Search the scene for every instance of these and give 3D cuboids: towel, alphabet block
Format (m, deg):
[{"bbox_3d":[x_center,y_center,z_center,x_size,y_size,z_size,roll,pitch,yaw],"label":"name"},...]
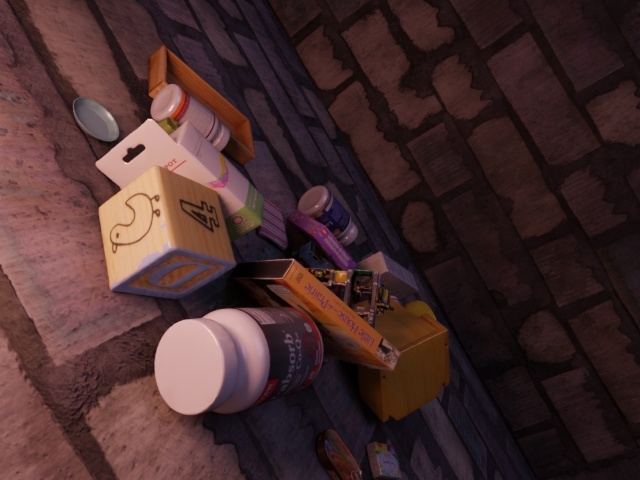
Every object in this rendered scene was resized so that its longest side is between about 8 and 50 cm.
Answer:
[{"bbox_3d":[-0.180,-0.069,1.616,0.144,0.029,0.197,38,28,-45],"label":"towel"},{"bbox_3d":[-0.325,-0.008,0.987,0.193,0.192,0.197,25,39,-59],"label":"alphabet block"}]

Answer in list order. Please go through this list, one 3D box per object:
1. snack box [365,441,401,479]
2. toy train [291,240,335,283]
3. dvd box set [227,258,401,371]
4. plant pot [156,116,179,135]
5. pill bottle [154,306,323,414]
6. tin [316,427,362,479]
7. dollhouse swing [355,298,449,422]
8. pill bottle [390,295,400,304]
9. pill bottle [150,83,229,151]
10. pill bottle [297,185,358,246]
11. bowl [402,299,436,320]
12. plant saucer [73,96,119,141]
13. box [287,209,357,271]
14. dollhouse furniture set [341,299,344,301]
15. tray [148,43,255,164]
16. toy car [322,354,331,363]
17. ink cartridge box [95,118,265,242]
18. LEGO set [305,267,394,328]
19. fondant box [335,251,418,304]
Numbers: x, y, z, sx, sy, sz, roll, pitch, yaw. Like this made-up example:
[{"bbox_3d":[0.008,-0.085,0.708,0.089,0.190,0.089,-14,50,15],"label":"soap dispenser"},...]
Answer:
[{"bbox_3d":[0.202,0.703,1.467,0.141,0.037,0.100,37,33,-46],"label":"snack box"},{"bbox_3d":[-0.022,0.094,1.647,0.184,0.105,0.080,50,24,-25],"label":"toy train"},{"bbox_3d":[-0.021,0.201,1.240,0.420,0.307,0.062,44,64,-26],"label":"dvd box set"},{"bbox_3d":[-0.430,-0.297,1.269,0.083,0.079,0.083,48,24,-30],"label":"plant pot"},{"bbox_3d":[-0.160,0.251,0.997,0.362,0.210,0.210,13,51,-62],"label":"pill bottle"},{"bbox_3d":[0.052,0.605,1.262,0.190,0.040,0.106,57,25,-8],"label":"tin"},{"bbox_3d":[0.241,0.414,1.694,0.346,0.304,0.316,-15,107,-36],"label":"dollhouse swing"},{"bbox_3d":[0.285,0.384,1.890,0.161,0.161,0.284,31,36,-52],"label":"pill bottle"},{"bbox_3d":[-0.385,-0.357,1.388,0.221,0.121,0.121,33,34,-50],"label":"pill bottle"},{"bbox_3d":[0.037,-0.095,1.954,0.264,0.153,0.153,44,26,-34],"label":"pill bottle"},{"bbox_3d":[0.384,0.416,2.035,0.155,0.290,0.290,-6,59,-20],"label":"bowl"},{"bbox_3d":[-0.535,-0.282,1.093,0.119,0.021,0.119,48,24,-30],"label":"plant saucer"},{"bbox_3d":[0.000,0.000,1.695,0.201,0.057,0.293,49,-7,-26],"label":"box"},{"bbox_3d":[0.121,0.295,1.827,0.151,0.058,0.076,22,47,-29],"label":"dollhouse furniture set"},{"bbox_3d":[-0.390,-0.443,1.556,0.411,0.076,0.203,34,33,-47],"label":"tray"},{"bbox_3d":[-0.012,0.349,1.468,0.122,0.060,0.041,41,68,-4],"label":"toy car"},{"bbox_3d":[-0.326,-0.140,1.123,0.353,0.207,0.119,46,26,-33],"label":"ink cartridge box"},{"bbox_3d":[0.068,0.213,1.462,0.255,0.330,0.192,78,21,-65],"label":"LEGO set"},{"bbox_3d":[0.233,0.181,1.924,0.330,0.238,0.096,32,36,-50],"label":"fondant box"}]
